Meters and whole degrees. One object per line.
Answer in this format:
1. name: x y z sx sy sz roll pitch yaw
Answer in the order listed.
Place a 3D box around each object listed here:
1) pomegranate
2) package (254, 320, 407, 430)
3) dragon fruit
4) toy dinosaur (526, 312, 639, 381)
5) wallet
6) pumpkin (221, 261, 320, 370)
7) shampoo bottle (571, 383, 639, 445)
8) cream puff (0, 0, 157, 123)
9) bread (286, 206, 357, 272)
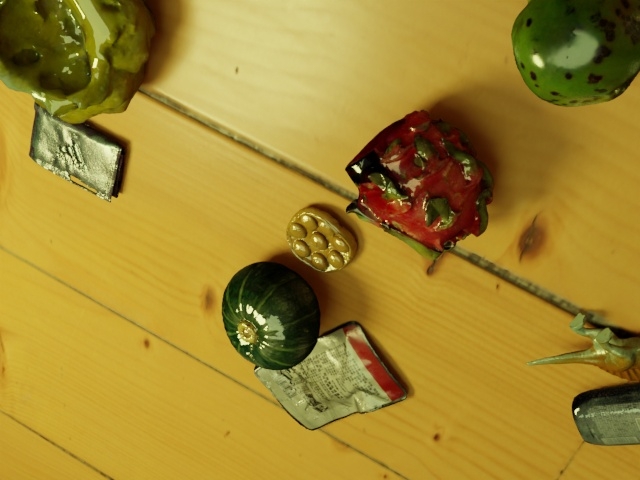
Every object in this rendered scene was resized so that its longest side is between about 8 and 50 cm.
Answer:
1. pomegranate: 0.251 -0.209 0.923 0.169 0.122 0.143 39 162 -3
2. package: 0.013 0.226 1.440 0.239 0.030 0.154 -28 104 41
3. dragon fruit: 0.123 -0.058 1.091 0.166 0.160 0.172 -37 102 23
4. toy dinosaur: 0.388 0.147 1.158 0.142 0.057 0.212 33 148 -20
5. wallet: -0.381 -0.141 1.412 0.166 0.030 0.111 29 127 8
6. pumpkin: -0.074 0.112 1.345 0.167 0.125 0.167 15 126 21
7. shampoo bottle: 0.447 0.222 1.165 0.233 0.049 0.087 -15 112 37
8. cream puff: -0.358 -0.278 1.196 0.281 0.185 0.282 19 131 23
9. bread: 0.000 0.000 1.289 0.110 0.024 0.110 17 130 21
